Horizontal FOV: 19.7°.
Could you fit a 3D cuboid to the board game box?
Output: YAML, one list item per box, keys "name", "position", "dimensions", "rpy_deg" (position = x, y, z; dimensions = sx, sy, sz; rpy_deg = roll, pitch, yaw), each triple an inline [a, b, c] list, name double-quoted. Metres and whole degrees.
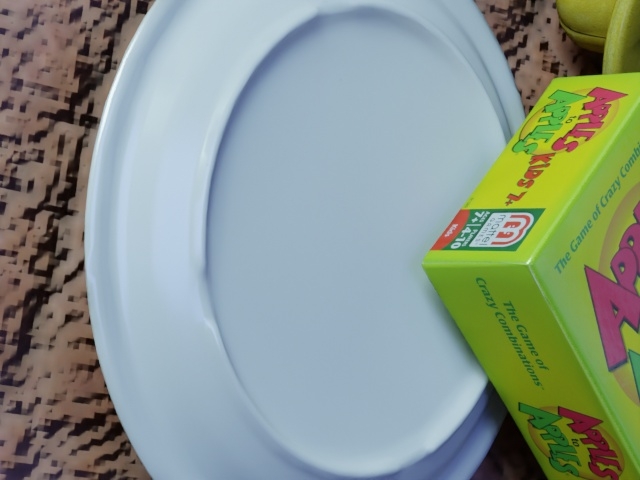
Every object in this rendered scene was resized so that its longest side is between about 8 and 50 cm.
- name: "board game box"
  position: [0.109, 0.044, 0.611]
  dimensions: [0.092, 0.043, 0.181]
  rpy_deg: [-52, 125, -32]

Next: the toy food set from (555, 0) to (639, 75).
- name: "toy food set"
  position: [0.158, -0.117, 0.676]
  dimensions: [0.218, 0.071, 0.128]
  rpy_deg: [-34, 136, -25]

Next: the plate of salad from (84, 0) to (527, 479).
- name: "plate of salad"
  position: [0.000, 0.000, 0.562]
  dimensions: [0.200, 0.048, 0.199]
  rpy_deg: [0, 89, -46]
